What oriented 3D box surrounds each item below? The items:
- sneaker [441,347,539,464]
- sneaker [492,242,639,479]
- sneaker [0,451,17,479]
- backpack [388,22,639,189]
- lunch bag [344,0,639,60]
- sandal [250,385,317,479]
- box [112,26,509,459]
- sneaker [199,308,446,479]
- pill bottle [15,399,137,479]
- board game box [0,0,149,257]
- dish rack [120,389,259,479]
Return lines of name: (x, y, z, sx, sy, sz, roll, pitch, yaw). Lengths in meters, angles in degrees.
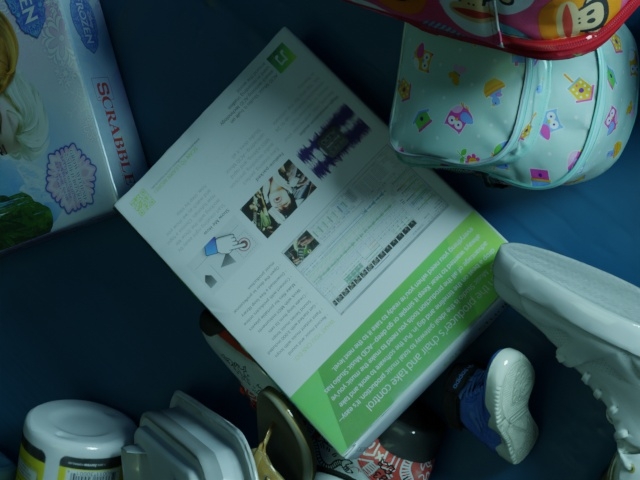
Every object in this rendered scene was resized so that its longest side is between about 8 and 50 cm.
sneaker: (0.137, 0.127, 1.276, 0.084, 0.152, 0.058, 31, 69, 30)
sneaker: (0.241, 0.132, 1.201, 0.292, 0.108, 0.169, 30, 112, 16)
sneaker: (-0.473, 0.189, 1.685, 0.366, 0.135, 0.150, 37, 108, 13)
backpack: (0.154, -0.122, 1.211, 0.188, 0.144, 0.166, 13, 99, 28)
lunch bag: (0.140, -0.274, 1.151, 0.293, 0.258, 0.120, 24, 148, 34)
sandal: (-0.045, 0.213, 1.346, 0.072, 0.049, 0.180, 35, 132, 35)
box: (0.000, 0.000, 1.332, 0.232, 0.058, 0.322, -45, 70, 5)
sneaker: (-0.022, 0.177, 1.403, 0.270, 0.090, 0.145, 28, 109, 24)
pill bottle: (-0.261, 0.281, 1.558, 0.119, 0.119, 0.209, 20, 108, 29)
board game box: (-0.346, -0.146, 1.574, 0.318, 0.066, 0.319, -19, 88, 34)
dish rack: (-0.121, 0.325, 1.413, 0.285, 0.072, 0.333, -166, 70, -68)
